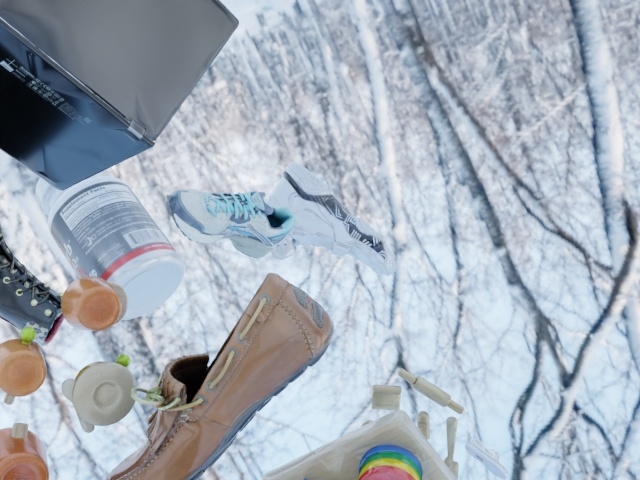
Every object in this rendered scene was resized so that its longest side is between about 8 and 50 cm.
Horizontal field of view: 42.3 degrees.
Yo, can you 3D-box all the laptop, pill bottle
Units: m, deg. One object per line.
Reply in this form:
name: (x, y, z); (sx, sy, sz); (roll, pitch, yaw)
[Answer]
laptop: (-0.428, -0.333, 1.386); (0.408, 0.382, 0.236); (-19, -134, 33)
pill bottle: (-0.483, -0.014, 1.869); (0.210, 0.363, 0.210); (-31, 153, -18)

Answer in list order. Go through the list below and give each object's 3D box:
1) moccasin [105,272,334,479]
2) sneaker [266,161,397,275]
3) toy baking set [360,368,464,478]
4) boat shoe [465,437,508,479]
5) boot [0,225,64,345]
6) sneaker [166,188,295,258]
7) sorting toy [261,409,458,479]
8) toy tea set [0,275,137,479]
moccasin: (-0.154, 0.195, 1.059); (0.380, 0.147, 0.139); (-45, -170, 21)
sneaker: (0.000, 0.000, 2.007); (0.210, 0.366, 0.137); (-47, 179, -1)
toy baking set: (0.199, 0.386, 1.703); (0.196, 0.256, 0.030); (-60, -171, 4)
boat shoe: (0.319, 0.407, 1.551); (0.035, 0.035, 0.100); (-34, -138, -23)
boot: (-0.438, 0.040, 1.177); (0.236, 0.179, 0.085); (-58, -179, 42)
sneaker: (-0.162, -0.058, 1.548); (0.122, 0.110, 0.283); (-34, 150, 28)
sorting toy: (0.078, 0.410, 1.194); (0.257, 0.255, 0.089); (-31, -165, 22)
toy tea set: (-0.372, 0.198, 1.101); (0.336, 0.200, 0.124); (-44, -157, -19)
